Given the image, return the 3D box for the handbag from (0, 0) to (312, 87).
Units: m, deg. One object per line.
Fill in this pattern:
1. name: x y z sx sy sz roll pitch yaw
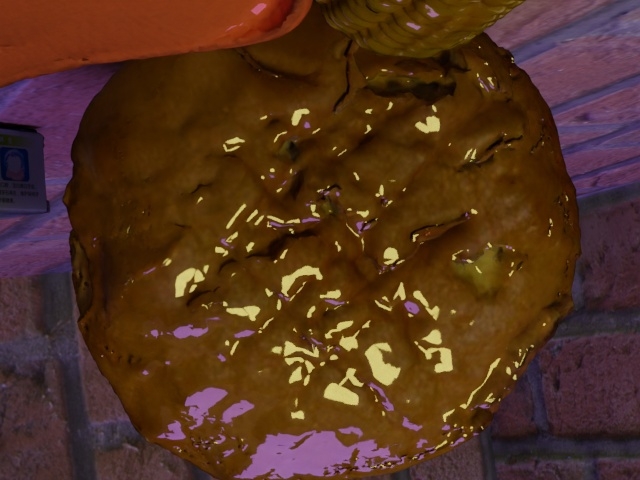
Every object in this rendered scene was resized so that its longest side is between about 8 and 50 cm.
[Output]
1. handbag: -0.198 -0.137 0.484 0.303 0.116 0.410 -11 173 20

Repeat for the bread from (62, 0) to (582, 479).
1. bread: 0.000 0.000 1.034 0.398 0.398 0.215 -7 -173 -11

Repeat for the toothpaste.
1. toothpaste: -0.375 -0.065 1.147 0.067 0.081 0.336 -8 175 32

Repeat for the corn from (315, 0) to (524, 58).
1. corn: 0.078 -0.169 0.577 0.120 0.120 0.363 -7 173 -16
